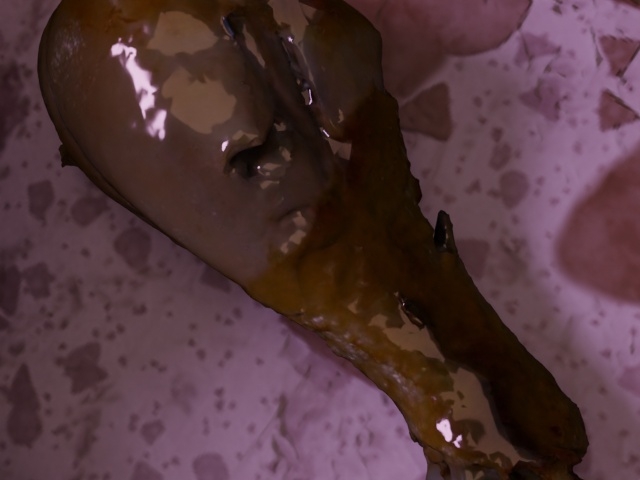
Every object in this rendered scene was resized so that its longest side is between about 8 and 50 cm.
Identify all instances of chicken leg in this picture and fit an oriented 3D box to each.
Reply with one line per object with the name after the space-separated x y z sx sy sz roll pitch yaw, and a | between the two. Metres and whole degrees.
0.000 0.000 0.566 0.201 0.152 0.429 -42 82 10 | chicken leg
